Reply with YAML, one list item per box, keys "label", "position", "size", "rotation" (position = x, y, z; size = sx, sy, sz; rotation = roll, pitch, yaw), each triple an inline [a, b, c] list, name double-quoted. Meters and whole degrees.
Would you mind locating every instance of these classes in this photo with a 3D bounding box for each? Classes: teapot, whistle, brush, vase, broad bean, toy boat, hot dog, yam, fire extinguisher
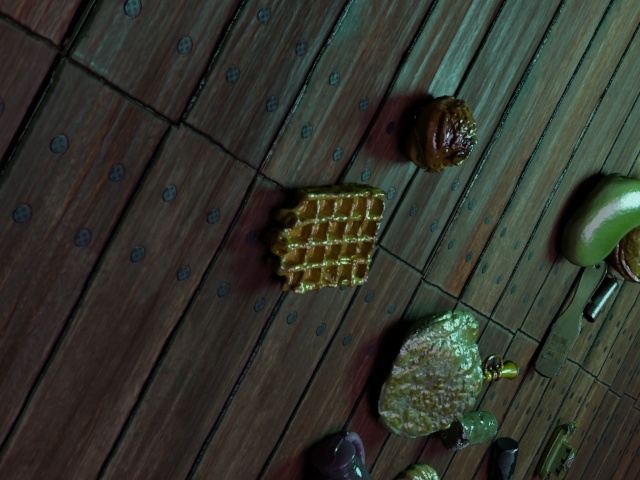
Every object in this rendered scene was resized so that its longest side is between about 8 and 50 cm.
- label: "teapot"
  position: [0.046, 0.415, 1.420]
  size: [0.148, 0.116, 0.146]
  rotation: [-29, 120, -31]
- label: "whistle"
  position: [0.404, 0.293, 1.814]
  size: [0.109, 0.046, 0.057]
  rotation: [3, 123, -43]
- label: "brush"
  position: [0.627, 0.196, 2.001]
  size: [0.328, 0.070, 0.065]
  rotation: [-62, 160, -6]
- label: "vase"
  position: [0.461, 0.599, 2.030]
  size: [0.059, 0.059, 0.212]
  rotation: [-22, 125, -40]
- label: "broad bean"
  position: [0.662, -0.050, 1.853]
  size: [0.263, 0.121, 0.189]
  rotation: [-47, 135, -17]
- label: "toy boat"
  position: [0.683, 0.604, 2.272]
  size: [0.057, 0.077, 0.201]
  rotation: [25, 91, -51]
- label: "hot dog"
  position: [0.822, -0.032, 2.045]
  size: [0.196, 0.122, 0.272]
  rotation: [-25, 124, -41]
- label: "yam"
  position: [0.328, 0.419, 1.770]
  size: [0.179, 0.078, 0.078]
  rotation: [10, 103, -52]
- label: "fire extinguisher"
  position: [0.743, 0.140, 2.114]
  size: [0.157, 0.045, 0.078]
  rotation: [-49, 117, -16]

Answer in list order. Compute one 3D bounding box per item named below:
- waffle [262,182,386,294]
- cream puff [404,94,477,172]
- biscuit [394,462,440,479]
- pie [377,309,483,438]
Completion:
- label: "waffle"
  position: [0.000, 0.000, 1.177]
  size: [0.210, 0.055, 0.161]
  rotation: [-8, 115, -47]
- label: "cream puff"
  position: [0.197, -0.169, 1.275]
  size: [0.133, 0.104, 0.119]
  rotation: [-43, 130, -26]
- label: "biscuit"
  position: [0.194, 0.541, 1.698]
  size: [0.183, 0.061, 0.118]
  rotation: [-26, 127, -37]
- label: "pie"
  position: [0.208, 0.259, 1.524]
  size: [0.257, 0.105, 0.275]
  rotation: [-24, 127, -28]
